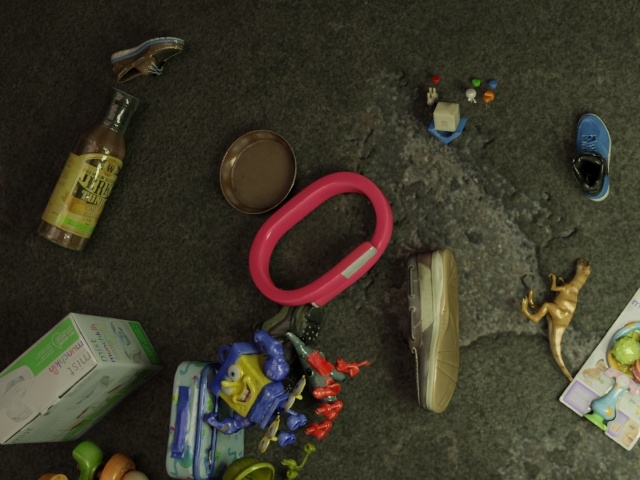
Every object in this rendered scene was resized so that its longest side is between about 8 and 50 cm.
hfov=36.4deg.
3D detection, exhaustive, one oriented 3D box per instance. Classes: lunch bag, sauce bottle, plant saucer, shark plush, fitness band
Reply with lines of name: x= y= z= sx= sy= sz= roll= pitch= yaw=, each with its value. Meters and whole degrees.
lunch bag: x=-0.207 y=0.331 z=1.787 sx=0.090 sy=0.176 sz=0.219 roll=1 pitch=80 yaw=24
sauce bottle: x=-0.476 y=-0.150 z=2.026 sx=0.111 sy=0.111 sz=0.344 roll=25 pitch=93 yaw=25
plant saucer: x=-0.119 y=-0.132 z=1.912 sx=0.168 sy=0.029 sz=0.169 roll=-4 pitch=79 yaw=22
shark plush: x=-0.008 y=0.226 z=1.748 sx=0.073 sy=0.067 sz=0.161 roll=-15 pitch=108 yaw=14
fitness band: x=0.000 y=0.000 z=1.801 sx=0.291 sy=0.054 sz=0.209 roll=-38 pitch=54 yaw=7

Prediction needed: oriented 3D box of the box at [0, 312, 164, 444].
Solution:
box: x=-0.479 y=0.274 z=1.886 sx=0.262 sy=0.231 sz=0.127 roll=-39 pitch=68 yaw=14

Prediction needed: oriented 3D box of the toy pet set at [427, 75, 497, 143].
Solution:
toy pet set: x=0.249 y=-0.235 z=1.765 sx=0.122 sy=0.065 sz=0.114 roll=9 pitch=50 yaw=22

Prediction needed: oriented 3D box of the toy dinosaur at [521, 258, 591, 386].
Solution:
toy dinosaur: x=0.394 y=0.126 z=1.622 sx=0.112 sy=0.064 sz=0.212 roll=15 pitch=87 yaw=24

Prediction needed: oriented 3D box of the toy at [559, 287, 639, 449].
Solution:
toy: x=0.505 y=0.201 z=1.563 sx=0.137 sy=0.056 sz=0.237 roll=36 pitch=96 yaw=23

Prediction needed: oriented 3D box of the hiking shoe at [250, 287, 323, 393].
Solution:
hiking shoe: x=-0.089 y=0.206 z=1.818 sx=0.114 sy=0.086 sz=0.227 roll=27 pitch=83 yaw=34

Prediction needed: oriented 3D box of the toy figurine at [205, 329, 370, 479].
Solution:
toy figurine: x=-0.108 y=0.278 z=1.713 sx=0.217 sy=0.191 sz=0.363 roll=43 pitch=119 yaw=27

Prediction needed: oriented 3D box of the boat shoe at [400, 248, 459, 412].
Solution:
boat shoe: x=0.185 y=0.156 z=1.692 sx=0.092 sy=0.103 sz=0.285 roll=-4 pitch=75 yaw=28

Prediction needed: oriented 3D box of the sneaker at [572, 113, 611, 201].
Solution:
sneaker: x=0.454 y=-0.147 z=1.632 sx=0.058 sy=0.084 sz=0.152 roll=-3 pitch=79 yaw=23

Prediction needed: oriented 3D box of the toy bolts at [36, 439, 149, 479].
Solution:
toy bolts: x=-0.438 y=0.532 z=1.853 sx=0.158 sy=0.218 sz=0.229 roll=16 pitch=106 yaw=19

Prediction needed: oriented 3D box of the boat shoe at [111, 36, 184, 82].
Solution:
boat shoe: x=-0.359 y=-0.376 z=2.047 sx=0.183 sy=0.066 sz=0.066 roll=-12 pitch=80 yaw=31
